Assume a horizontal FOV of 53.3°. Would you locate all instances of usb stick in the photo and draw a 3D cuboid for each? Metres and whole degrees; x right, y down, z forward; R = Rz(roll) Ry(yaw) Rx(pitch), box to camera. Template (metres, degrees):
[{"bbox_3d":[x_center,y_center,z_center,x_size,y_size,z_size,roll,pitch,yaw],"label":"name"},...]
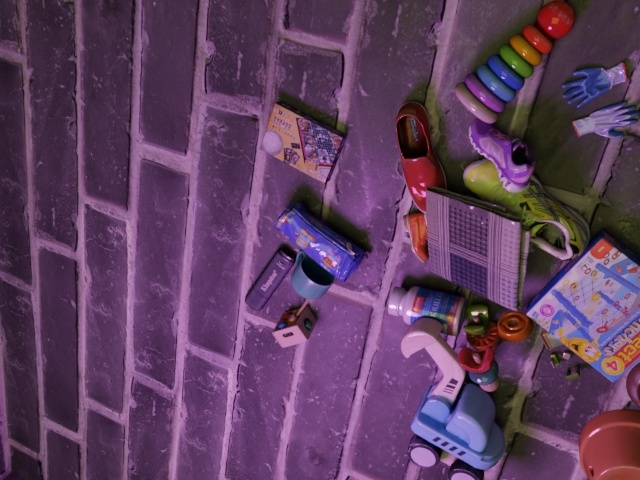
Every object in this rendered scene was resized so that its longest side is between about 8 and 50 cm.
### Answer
[{"bbox_3d":[-0.177,0.138,2.212,0.077,0.045,0.278,40,121,6],"label":"usb stick"}]

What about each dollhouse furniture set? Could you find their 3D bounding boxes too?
[{"bbox_3d":[0.707,0.330,1.869,0.076,0.058,0.152,-25,99,30],"label":"dollhouse furniture set"}]

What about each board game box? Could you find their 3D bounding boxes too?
[{"bbox_3d":[-0.055,-0.304,1.974,0.243,0.042,0.165,30,120,12],"label":"board game box"},{"bbox_3d":[0.786,0.181,1.745,0.302,0.086,0.308,38,118,7],"label":"board game box"}]

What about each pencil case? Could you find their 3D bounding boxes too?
[{"bbox_3d":[0.000,0.000,2.027,0.306,0.119,0.133,38,145,6],"label":"pencil case"}]

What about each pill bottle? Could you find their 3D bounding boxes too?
[{"bbox_3d":[0.326,0.210,1.959,0.221,0.124,0.124,11,115,20],"label":"pill bottle"}]

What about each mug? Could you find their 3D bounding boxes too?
[{"bbox_3d":[-0.031,0.121,2.101,0.129,0.158,0.097,26,125,-14],"label":"mug"}]

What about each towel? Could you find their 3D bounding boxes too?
[{"bbox_3d":[0.434,0.015,1.784,0.312,0.056,0.324,27,140,39],"label":"towel"}]

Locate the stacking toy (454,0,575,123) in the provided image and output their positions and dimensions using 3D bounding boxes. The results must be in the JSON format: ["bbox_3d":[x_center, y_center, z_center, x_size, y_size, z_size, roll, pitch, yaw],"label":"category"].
[{"bbox_3d":[0.497,-0.458,1.605,0.141,0.141,0.330,44,118,3],"label":"stacking toy"}]

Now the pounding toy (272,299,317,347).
[{"bbox_3d":[-0.080,0.275,2.186,0.141,0.130,0.100,-20,113,30],"label":"pounding toy"}]

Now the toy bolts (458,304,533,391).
[{"bbox_3d":[0.513,0.324,1.854,0.218,0.228,0.158,-3,133,35],"label":"toy bolts"}]

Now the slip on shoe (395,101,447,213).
[{"bbox_3d":[0.279,-0.226,1.817,0.123,0.101,0.331,-7,109,25],"label":"slip on shoe"}]

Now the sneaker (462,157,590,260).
[{"bbox_3d":[0.554,-0.092,1.715,0.384,0.147,0.145,34,122,9],"label":"sneaker"}]

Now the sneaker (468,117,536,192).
[{"bbox_3d":[0.485,-0.243,1.672,0.236,0.095,0.104,59,158,22],"label":"sneaker"}]

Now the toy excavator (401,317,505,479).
[{"bbox_3d":[0.402,0.488,1.958,0.432,0.222,0.445,28,125,10],"label":"toy excavator"}]

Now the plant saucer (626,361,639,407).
[{"bbox_3d":[0.971,0.423,1.798,0.198,0.036,0.199,9,113,22],"label":"plant saucer"}]

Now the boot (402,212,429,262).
[{"bbox_3d":[0.310,-0.010,1.918,0.084,0.059,0.158,-14,103,24],"label":"boot"}]

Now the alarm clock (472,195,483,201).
[{"bbox_3d":[0.454,-0.034,1.839,0.129,0.064,0.192,0,107,25],"label":"alarm clock"}]

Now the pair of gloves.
[{"bbox_3d":[0.707,-0.346,1.611,0.159,0.023,0.198,-15,103,29],"label":"pair of gloves"}]

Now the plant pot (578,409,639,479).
[{"bbox_3d":[0.897,0.668,1.836,0.290,0.203,0.291,9,114,21],"label":"plant pot"}]
